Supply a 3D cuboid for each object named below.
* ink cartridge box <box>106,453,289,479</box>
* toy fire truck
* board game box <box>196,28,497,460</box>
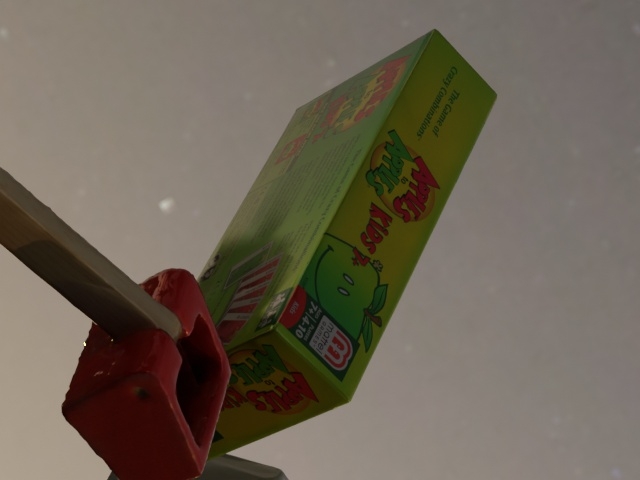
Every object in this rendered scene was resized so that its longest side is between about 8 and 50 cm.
[{"bbox_3d":[-0.045,0.208,0.894,0.087,0.153,0.208,11,-30,31],"label":"ink cartridge box"},{"bbox_3d":[-0.126,0.001,0.539,0.135,0.047,0.192,-18,-56,25],"label":"toy fire truck"},{"bbox_3d":[0.000,0.000,0.783,0.043,0.181,0.092,45,-44,-19],"label":"board game box"}]
